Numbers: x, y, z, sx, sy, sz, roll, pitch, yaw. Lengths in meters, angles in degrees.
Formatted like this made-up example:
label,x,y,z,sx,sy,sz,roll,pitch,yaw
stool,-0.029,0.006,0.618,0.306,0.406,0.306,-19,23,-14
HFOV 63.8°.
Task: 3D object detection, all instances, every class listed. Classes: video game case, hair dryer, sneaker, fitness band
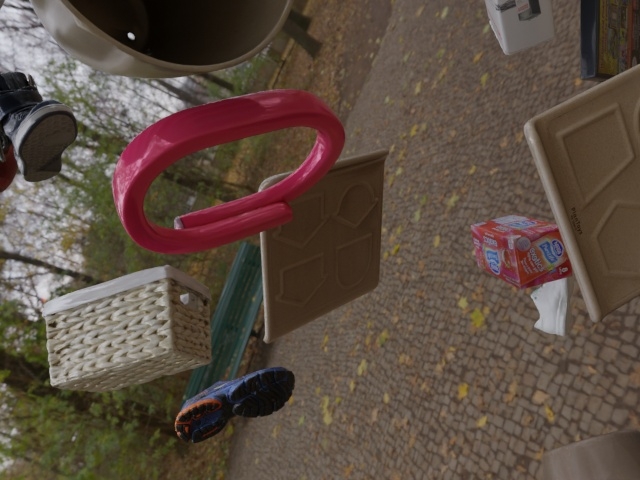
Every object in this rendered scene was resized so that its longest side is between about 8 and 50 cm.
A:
label,x,y,z,sx,sy,sz,roll,pitch,yaw
video game case,0.575,-0.444,0.992,0.035,0.248,0.275,6,101,52
hair dryer,-0.635,-0.180,1.038,0.224,0.080,0.294,-50,39,17
sneaker,0.574,0.127,1.282,0.094,0.080,0.213,7,93,40
sneaker,-0.152,0.276,0.920,0.087,0.221,0.083,-150,46,-70
sneaker,-0.449,-0.202,0.787,0.226,0.086,0.164,-24,87,51
fitness band,-0.101,-0.082,0.626,0.054,0.290,0.209,56,153,27

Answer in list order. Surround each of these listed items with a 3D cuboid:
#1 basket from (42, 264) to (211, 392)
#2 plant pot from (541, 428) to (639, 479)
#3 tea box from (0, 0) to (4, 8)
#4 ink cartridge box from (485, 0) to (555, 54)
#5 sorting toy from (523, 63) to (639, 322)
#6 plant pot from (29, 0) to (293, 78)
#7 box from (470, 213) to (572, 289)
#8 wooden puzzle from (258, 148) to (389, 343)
label,x,y,z,sx,sy,sz,roll,pitch,yaw
basket,-0.222,0.110,0.610,0.113,0.167,0.103,54,-158,-66
plant pot,0.432,0.405,0.734,0.263,0.262,0.230,-51,44,46
tea box,-0.559,-0.351,0.560,0.328,0.323,0.220,-11,96,45
ink cartridge box,0.330,-0.461,0.888,0.092,0.218,0.159,-15,46,17
sorting toy,0.288,-0.055,0.470,0.208,0.193,0.038,-28,12,-14
plant pot,-0.204,-0.281,0.547,0.273,0.256,0.257,4,70,54
box,0.477,0.020,1.247,0.257,0.128,0.123,-119,15,-80
wooden puzzle,0.000,0.000,1.030,0.080,0.322,0.348,27,125,40
